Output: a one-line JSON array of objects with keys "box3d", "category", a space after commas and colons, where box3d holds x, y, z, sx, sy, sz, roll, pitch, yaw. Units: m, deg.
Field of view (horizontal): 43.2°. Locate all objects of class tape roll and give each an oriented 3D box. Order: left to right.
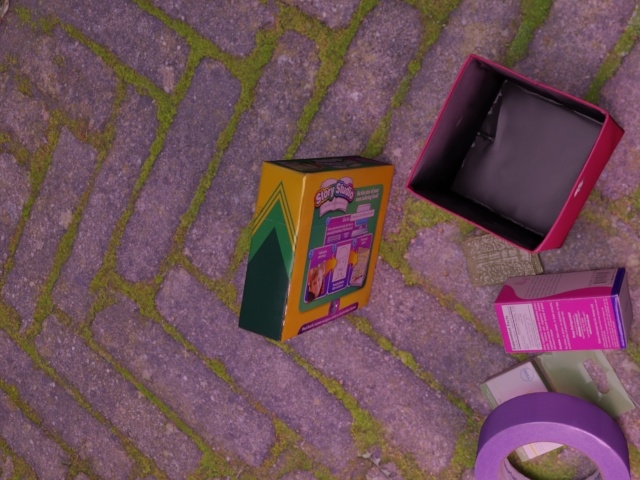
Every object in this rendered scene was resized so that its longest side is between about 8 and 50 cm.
[{"box3d": [0.428, 0.417, 1.500, 0.275, 0.090, 0.275, 7, 119, 13], "category": "tape roll"}]

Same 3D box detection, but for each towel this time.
[{"box3d": [0.353, 0.033, 1.579, 0.148, 0.027, 0.110, -14, 91, 29], "category": "towel"}]

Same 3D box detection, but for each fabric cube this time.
[{"box3d": [0.346, -0.143, 1.412, 0.259, 0.258, 0.254, 30, 103, 22], "category": "fabric cube"}]

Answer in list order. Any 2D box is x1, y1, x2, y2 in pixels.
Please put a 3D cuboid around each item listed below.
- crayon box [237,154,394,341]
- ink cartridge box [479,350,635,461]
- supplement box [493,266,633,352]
[{"box3d": [0.000, 0.000, 1.577, 0.106, 0.363, 0.313, 15, 104, 27], "category": "crayon box"}, {"box3d": [0.450, 0.300, 1.550, 0.235, 0.056, 0.171, -34, 81, 30], "category": "ink cartridge box"}, {"box3d": [0.445, 0.129, 1.480, 0.220, 0.111, 0.114, -5, 112, 30], "category": "supplement box"}]
